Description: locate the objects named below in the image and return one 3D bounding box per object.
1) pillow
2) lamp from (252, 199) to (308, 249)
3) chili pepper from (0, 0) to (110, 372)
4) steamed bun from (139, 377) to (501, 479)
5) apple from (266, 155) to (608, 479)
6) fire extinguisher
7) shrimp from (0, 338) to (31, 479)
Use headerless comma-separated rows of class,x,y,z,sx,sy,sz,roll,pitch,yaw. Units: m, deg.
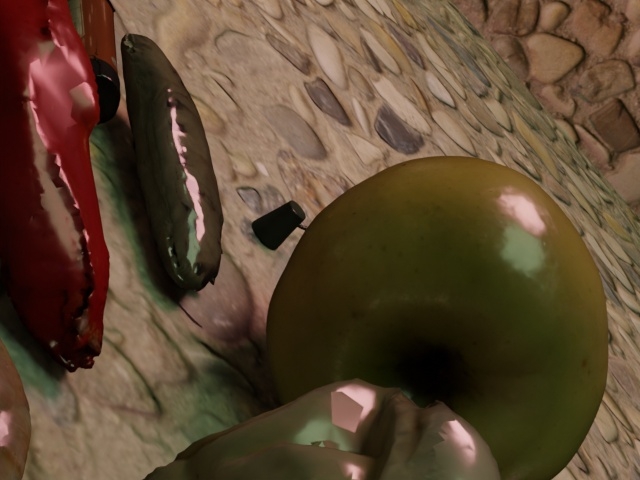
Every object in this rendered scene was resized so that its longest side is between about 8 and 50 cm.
pillow,-0.110,-0.056,0.910,0.093,0.051,0.241,49,20,-58
lamp,-0.001,-0.001,1.052,0.121,0.054,0.041,34,27,-39
chili pepper,-0.196,-0.095,0.744,0.110,0.110,0.387,21,42,-54
steamed bun,-0.002,0.230,0.426,0.309,0.220,0.324,99,-32,-65
apple,0.084,0.069,0.861,0.262,0.262,0.262,43,22,-22
fire extinguisher,-0.187,-0.164,0.935,0.177,0.050,0.062,-105,-166,-47
shrimp,-0.218,0.069,0.490,0.254,0.059,0.145,18,48,-63
